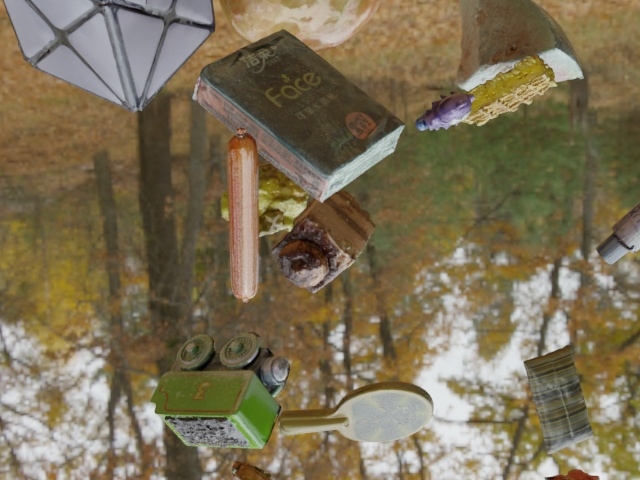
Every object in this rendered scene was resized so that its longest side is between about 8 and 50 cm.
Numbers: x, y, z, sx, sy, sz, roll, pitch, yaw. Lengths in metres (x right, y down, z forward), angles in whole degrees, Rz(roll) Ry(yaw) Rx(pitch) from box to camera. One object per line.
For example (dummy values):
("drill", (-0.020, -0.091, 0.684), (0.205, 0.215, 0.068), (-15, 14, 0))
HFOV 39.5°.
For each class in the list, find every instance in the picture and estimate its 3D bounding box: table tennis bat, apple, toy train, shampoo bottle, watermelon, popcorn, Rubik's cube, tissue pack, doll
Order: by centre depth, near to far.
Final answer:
("tissue pack", (-0.038, -0.227, 1.595), (0.315, 0.103, 0.228), (40, -131, 16))
("shampoo bottle", (0.599, -0.041, 1.628), (0.214, 0.072, 0.072), (-46, 166, 23))
("Rubik's cube", (-0.409, -0.488, 1.723), (0.307, 0.305, 0.310), (26, 150, 16))
("doll", (0.239, -0.248, 1.728), (0.110, 0.067, 0.206), (-33, -173, -11))
("table tennis bat", (0.073, 0.357, 1.817), (0.320, 0.198, 0.050), (-6, -134, -2))
("apple", (-0.043, -0.588, 1.907), (0.391, 0.392, 0.346), (-5, 171, -30))
("popcorn", (-0.117, -0.079, 1.944), (0.197, 0.156, 0.197), (-32, 178, -1))
("toy train", (-0.227, 0.347, 2.041), (0.307, 0.173, 0.249), (-6, -136, 31))
("watermelon", (0.437, -0.449, 2.129), (0.228, 0.258, 0.387), (39, -174, -44))

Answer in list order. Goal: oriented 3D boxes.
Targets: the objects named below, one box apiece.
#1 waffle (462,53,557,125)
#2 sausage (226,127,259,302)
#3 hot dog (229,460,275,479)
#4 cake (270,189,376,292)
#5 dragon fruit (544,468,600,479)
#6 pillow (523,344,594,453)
("waffle", (0.403, -0.317, 1.947), (0.229, 0.057, 0.219), (-28, 170, 24))
("sausage", (-0.132, -0.036, 1.530), (0.053, 0.348, 0.053), (1, -147, -1))
("hot dog", (-0.100, 0.492, 1.736), (0.072, 0.188, 0.055), (-30, -156, 42))
("cake", (0.000, 0.000, 2.425), (0.198, 0.196, 0.293), (-42, -176, 30))
("dragon fruit", (0.592, 0.673, 2.173), (0.227, 0.224, 0.224), (-24, -161, -40))
("pillow", (0.488, 0.325, 1.819), (0.113, 0.203, 0.038), (-18, -175, -11))
